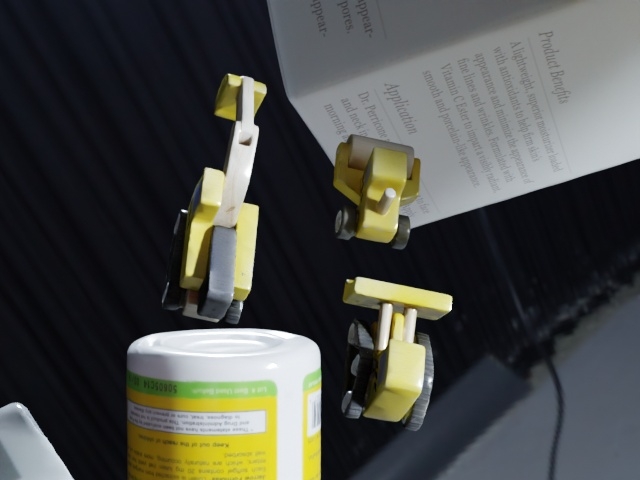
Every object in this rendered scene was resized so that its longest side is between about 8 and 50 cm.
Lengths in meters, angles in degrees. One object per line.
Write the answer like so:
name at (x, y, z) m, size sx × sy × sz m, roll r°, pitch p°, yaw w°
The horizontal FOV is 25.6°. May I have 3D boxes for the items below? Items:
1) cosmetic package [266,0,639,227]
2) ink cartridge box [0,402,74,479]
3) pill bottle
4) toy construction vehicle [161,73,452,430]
cosmetic package at (0.079, -0.119, 0.657) m, size 0.183 × 0.151 × 0.151 m, roll -17°, pitch 62°, yaw 10°
ink cartridge box at (-0.151, 0.191, 0.513) m, size 0.189 × 0.232 × 0.066 m, roll -28°, pitch 47°, yaw -18°
pill bottle at (-0.068, 0.192, 0.994) m, size 0.136 × 0.246 × 0.136 m, roll 0°, pitch 5°, yaw 0°
toy construction vehicle at (0.000, 0.000, 0.427) m, size 0.086 × 0.035 × 0.098 m, roll 14°, pitch 59°, yaw -10°
